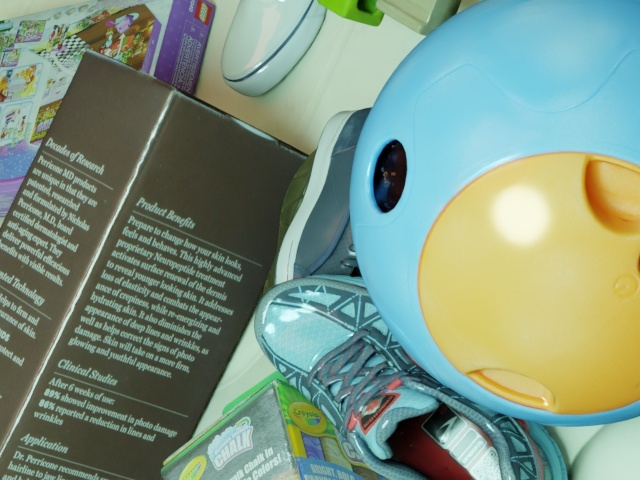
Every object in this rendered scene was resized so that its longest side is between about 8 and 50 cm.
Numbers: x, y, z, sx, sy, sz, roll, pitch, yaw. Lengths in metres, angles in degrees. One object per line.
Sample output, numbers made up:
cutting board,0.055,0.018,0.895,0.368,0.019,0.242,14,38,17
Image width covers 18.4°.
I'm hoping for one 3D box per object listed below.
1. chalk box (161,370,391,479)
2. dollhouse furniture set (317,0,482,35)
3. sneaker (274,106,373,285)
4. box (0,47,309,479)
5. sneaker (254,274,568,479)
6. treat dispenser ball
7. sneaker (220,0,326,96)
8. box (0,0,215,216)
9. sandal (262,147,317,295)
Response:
chalk box,-0.022,0.200,1.469,0.132,0.132,0.213,-38,46,26
dollhouse furniture set,0.173,-0.202,1.539,0.301,0.151,0.197,35,117,31
sneaker,0.058,-0.009,1.472,0.163,0.086,0.226,-8,60,42
box,-0.177,0.056,1.638,0.143,0.191,0.381,30,93,43
sneaker,0.056,0.106,1.371,0.262,0.125,0.104,35,98,18
treat dispenser ball,0.163,-0.023,1.282,0.288,0.288,0.288,-23,54,36
sneaker,-0.036,-0.257,1.755,0.094,0.091,0.258,18,82,48
box,-0.240,-0.130,1.917,0.293,0.057,0.201,-4,66,44
sandal,0.000,0.000,1.621,0.072,0.049,0.180,26,103,54
